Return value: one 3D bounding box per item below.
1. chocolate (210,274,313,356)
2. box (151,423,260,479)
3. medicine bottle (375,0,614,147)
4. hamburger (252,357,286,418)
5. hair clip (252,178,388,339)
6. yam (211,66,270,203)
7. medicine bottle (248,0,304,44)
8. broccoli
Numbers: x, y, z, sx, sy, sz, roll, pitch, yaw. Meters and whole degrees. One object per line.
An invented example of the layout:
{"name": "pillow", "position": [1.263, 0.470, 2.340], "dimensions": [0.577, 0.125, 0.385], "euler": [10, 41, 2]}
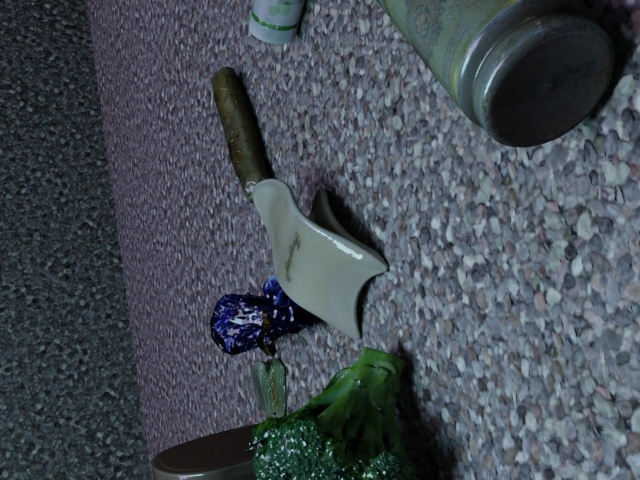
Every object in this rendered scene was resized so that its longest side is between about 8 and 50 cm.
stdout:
{"name": "chocolate", "position": [-0.083, 0.134, 1.605], "dimensions": [0.343, 0.126, 0.148], "euler": [-26, 62, 58]}
{"name": "box", "position": [-0.136, 0.462, 1.577], "dimensions": [0.301, 0.301, 0.216], "euler": [-5, 97, 66]}
{"name": "medicine bottle", "position": [0.158, -0.245, 0.926], "dimensions": [0.322, 0.151, 0.151], "euler": [-117, 32, -42]}
{"name": "hamburger", "position": [-0.104, 0.288, 1.746], "dimensions": [0.084, 0.054, 0.121], "euler": [8, 109, 64]}
{"name": "hair clip", "position": [-0.014, 0.006, 1.414], "dimensions": [0.173, 0.113, 0.282], "euler": [108, 147, -42]}
{"name": "yam", "position": [-0.158, -0.211, 1.762], "dimensions": [0.067, 0.071, 0.317], "euler": [-32, 57, 22]}
{"name": "medicine bottle", "position": [-0.063, -0.427, 1.481], "dimensions": [0.183, 0.086, 0.086], "euler": [108, 148, -42]}
{"name": "broccoli", "position": [0.050, 0.277, 1.222], "dimensions": [0.254, 0.269, 0.269], "euler": [-20, 76, 61]}
